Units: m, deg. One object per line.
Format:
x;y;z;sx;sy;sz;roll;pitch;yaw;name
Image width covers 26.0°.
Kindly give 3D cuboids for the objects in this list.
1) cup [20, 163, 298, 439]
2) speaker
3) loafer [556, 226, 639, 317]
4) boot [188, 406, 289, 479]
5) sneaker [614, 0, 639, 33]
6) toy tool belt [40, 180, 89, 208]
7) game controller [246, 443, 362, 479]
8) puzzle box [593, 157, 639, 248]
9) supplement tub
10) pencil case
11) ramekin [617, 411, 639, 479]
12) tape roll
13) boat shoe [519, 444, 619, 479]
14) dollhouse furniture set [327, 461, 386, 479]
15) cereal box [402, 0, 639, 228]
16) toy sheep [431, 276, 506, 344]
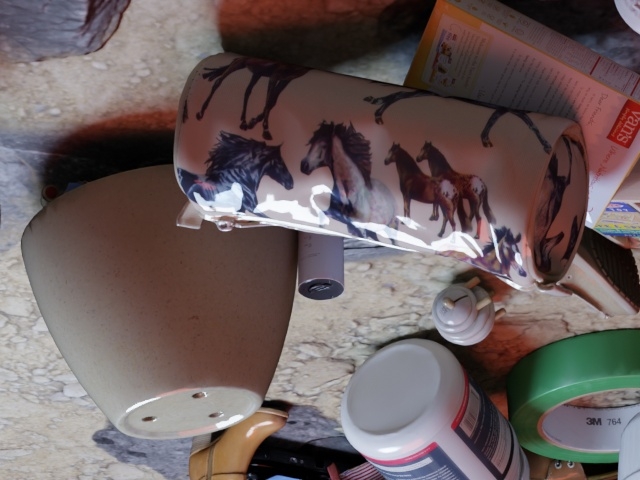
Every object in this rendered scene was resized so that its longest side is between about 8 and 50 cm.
-0.168;0.092;1.610;0.331;0.237;0.331;-10;155;-5;cup
0.000;0.000;1.613;0.055;0.136;0.055;-1;148;0;speaker
0.295;0.014;1.686;0.092;0.102;0.268;-25;132;36;loafer
-0.126;0.350;2.175;0.197;0.152;0.073;-25;141;35;boot
0.386;-0.174;1.283;0.365;0.137;0.210;-2;153;-29;sneaker
-0.281;-0.047;1.610;0.083;0.052;0.051;21;168;-16;toy tool belt
-0.017;0.411;2.362;0.319;0.067;0.166;16;145;-24;game controller
0.475;-0.032;1.468;0.408;0.052;0.272;2;169;32;puzzle box
0.169;0.285;1.997;0.191;0.191;0.272;-17;134;26;supplement tub
0.059;-0.063;1.353;0.410;0.184;0.160;13;-171;22;pencil case
0.558;0.322;2.014;0.272;0.127;0.273;-1;149;-1;ramekin
0.440;0.238;2.071;0.321;0.077;0.321;-1;149;-1;tape roll
0.383;0.353;2.245;0.307;0.111;0.104;4;146;-26;boat shoe
0.174;0.473;2.294;0.201;0.152;0.374;-25;138;2;dollhouse furniture set
0.202;-0.132;1.365;0.240;0.047;0.173;29;139;6;cereal box
0.190;0.094;1.824;0.091;0.091;0.132;-16;151;23;toy sheep
